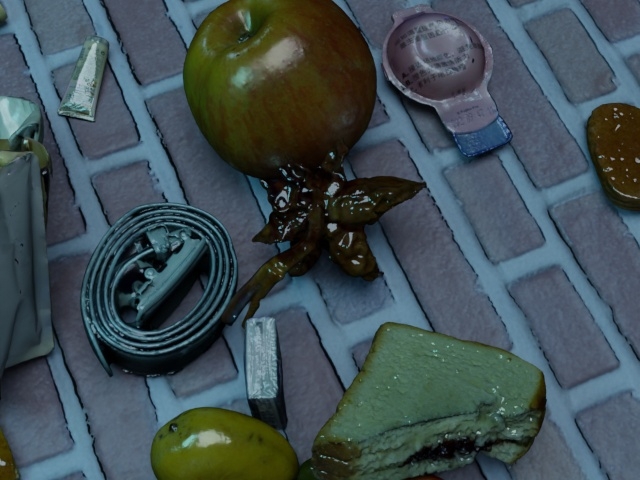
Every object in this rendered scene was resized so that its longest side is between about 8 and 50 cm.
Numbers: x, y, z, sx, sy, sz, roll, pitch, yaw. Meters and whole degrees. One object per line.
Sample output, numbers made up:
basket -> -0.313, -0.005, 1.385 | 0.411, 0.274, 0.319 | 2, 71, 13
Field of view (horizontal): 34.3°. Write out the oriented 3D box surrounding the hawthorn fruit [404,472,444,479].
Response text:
hawthorn fruit -> 0.134, 0.364, 1.322 | 0.162, 0.162, 0.203 | 44, 52, 16

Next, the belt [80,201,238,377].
belt -> -0.228, 0.073, 1.447 | 0.206, 0.116, 0.267 | 24, 63, 3

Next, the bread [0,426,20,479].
bread -> -0.487, 0.272, 1.374 | 0.136, 0.054, 0.154 | -23, 65, -11

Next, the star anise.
star anise -> -0.008, 0.000, 1.443 | 0.346, 0.148, 0.237 | -38, 117, -23

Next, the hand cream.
hand cream -> -0.368, -0.257, 1.646 | 0.061, 0.039, 0.143 | 14, 73, -4

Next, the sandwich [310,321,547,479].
sandwich -> 0.148, 0.229, 1.330 | 0.254, 0.099, 0.288 | 20, 33, 14

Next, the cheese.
cheese -> 0.204, -0.262, 1.658 | 0.189, 0.074, 0.286 | -24, 72, -13

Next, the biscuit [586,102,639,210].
biscuit -> 0.546, -0.173, 1.649 | 0.277, 0.052, 0.262 | -13, 61, -9

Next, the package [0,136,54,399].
package -> -0.444, 0.021, 1.363 | 0.221, 0.311, 0.165 | 22, 32, 31

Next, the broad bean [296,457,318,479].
broad bean -> 0.085, 0.287, 1.402 | 0.254, 0.046, 0.065 | -17, 51, -13

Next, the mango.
mango -> -0.123, 0.284, 1.354 | 0.195, 0.137, 0.098 | 13, 29, -14

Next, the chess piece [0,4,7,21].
chess piece -> -0.569, -0.347, 1.661 | 0.122, 0.066, 0.066 | -42, 73, -14

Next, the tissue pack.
tissue pack -> -0.073, 0.180, 1.384 | 0.051, 0.156, 0.112 | -4, 65, -1

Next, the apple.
apple -> -0.057, -0.241, 1.525 | 0.301, 0.301, 0.301 | 1, 64, -3

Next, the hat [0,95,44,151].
hat -> -0.509, -0.066, 1.500 | 0.258, 0.168, 0.301 | 0, 90, 3
